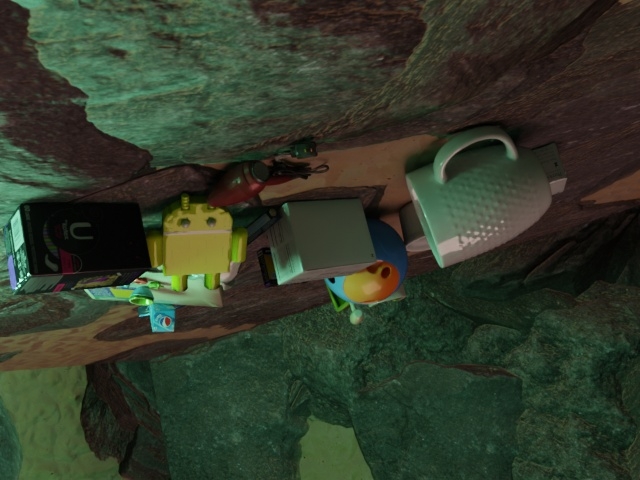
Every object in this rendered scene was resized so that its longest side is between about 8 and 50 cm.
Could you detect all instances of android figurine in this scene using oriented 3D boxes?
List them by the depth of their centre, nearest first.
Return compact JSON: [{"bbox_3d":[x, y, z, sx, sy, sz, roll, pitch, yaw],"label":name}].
[{"bbox_3d":[-0.302,0.004,1.581,0.248,0.056,0.273,-1,121,-18],"label":"android figurine"}]

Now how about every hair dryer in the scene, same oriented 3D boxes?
[{"bbox_3d":[-0.124,-0.130,1.474,0.293,0.080,0.223,-15,167,3],"label":"hair dryer"}]

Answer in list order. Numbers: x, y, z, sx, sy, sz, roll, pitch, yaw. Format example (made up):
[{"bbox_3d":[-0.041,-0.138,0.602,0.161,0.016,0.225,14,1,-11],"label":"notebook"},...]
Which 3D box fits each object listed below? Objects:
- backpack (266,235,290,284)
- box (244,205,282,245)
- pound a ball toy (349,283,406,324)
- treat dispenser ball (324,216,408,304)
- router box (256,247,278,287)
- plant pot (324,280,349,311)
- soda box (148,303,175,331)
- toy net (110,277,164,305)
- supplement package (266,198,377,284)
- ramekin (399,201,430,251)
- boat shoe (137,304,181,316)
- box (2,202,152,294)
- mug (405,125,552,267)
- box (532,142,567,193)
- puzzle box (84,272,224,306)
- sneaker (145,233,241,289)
[{"bbox_3d":[-0.092,0.051,2.051,0.117,0.173,0.158,-14,166,0],"label":"backpack"},{"bbox_3d":[-0.224,0.000,1.824,0.159,0.044,0.233,-44,-173,-37],"label":"box"},{"bbox_3d":[0.177,0.120,2.302,0.208,0.319,0.136,-11,166,-13],"label":"pound a ball toy"},{"bbox_3d":[0.143,0.067,2.118,0.288,0.288,0.288,-14,167,-3],"label":"treat dispenser ball"},{"bbox_3d":[-0.126,0.090,2.260,0.179,0.133,0.046,-5,164,-38],"label":"router box"},{"bbox_3d":[0.140,0.128,2.530,0.207,0.228,0.227,-19,168,-17],"label":"plant pot"},{"bbox_3d":[-0.509,0.221,2.060,0.067,0.071,0.210,2,-165,-20],"label":"soda box"},{"bbox_3d":[-0.556,0.127,1.766,0.232,0.045,0.122,17,155,-32],"label":"toy net"},{"bbox_3d":[0.000,0.000,1.869,0.262,0.204,0.145,-5,165,-35],"label":"supplement package"},{"bbox_3d":[0.398,-0.068,2.169,0.277,0.135,0.277,-14,166,-3],"label":"ramekin"},{"bbox_3d":[-0.510,0.193,2.226,0.258,0.089,0.109,-19,176,-1],"label":"boat shoe"},{"bbox_3d":[-0.541,0.016,1.440,0.270,0.165,0.143,-3,162,-41],"label":"box"},{"bbox_3d":[0.414,-0.141,1.692,0.328,0.276,0.374,-21,136,5],"label":"mug"},{"bbox_3d":[0.635,-0.191,1.951,0.181,0.119,0.182,-18,166,13],"label":"box"},{"bbox_3d":[-0.494,0.125,1.889,0.408,0.052,0.272,4,159,-4],"label":"puzzle box"},{"bbox_3d":[-0.364,0.017,1.685,0.330,0.122,0.146,14,133,-16],"label":"sneaker"}]
